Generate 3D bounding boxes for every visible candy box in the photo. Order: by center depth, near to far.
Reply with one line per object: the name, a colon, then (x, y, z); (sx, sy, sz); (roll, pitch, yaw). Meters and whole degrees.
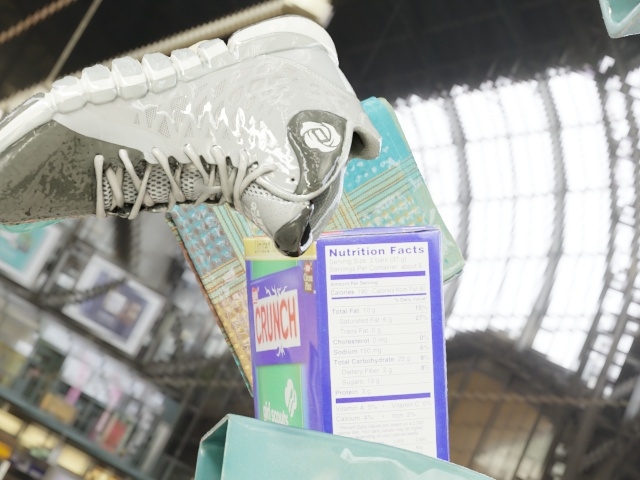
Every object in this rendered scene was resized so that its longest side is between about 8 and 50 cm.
candy box: (0.020, 0.147, 1.320); (0.122, 0.317, 0.268); (-2, -1, -15)

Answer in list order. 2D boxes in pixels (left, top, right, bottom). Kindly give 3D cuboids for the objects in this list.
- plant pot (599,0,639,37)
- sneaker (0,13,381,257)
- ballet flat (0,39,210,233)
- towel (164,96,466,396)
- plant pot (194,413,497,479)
plant pot: (0.409, -0.360, 1.395); (0.252, 0.247, 0.248); (-8, -12, -14)
sneaker: (-0.068, -0.036, 0.798); (0.132, 0.228, 0.086); (56, -20, 26)
ballet flat: (-0.172, -0.092, 1.215); (0.086, 0.248, 0.086); (60, -7, 12)
towel: (0.000, 0.000, 1.866); (0.040, 0.370, 0.271); (-14, -76, 57)
plant pot: (0.031, 0.224, 1.000); (0.234, 0.165, 0.166); (9, -15, -10)
